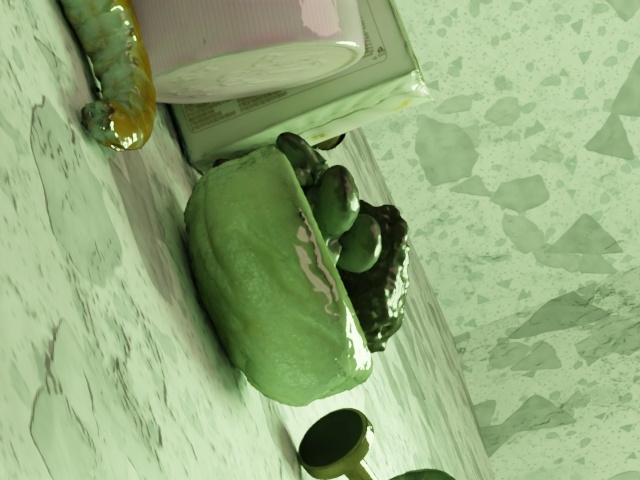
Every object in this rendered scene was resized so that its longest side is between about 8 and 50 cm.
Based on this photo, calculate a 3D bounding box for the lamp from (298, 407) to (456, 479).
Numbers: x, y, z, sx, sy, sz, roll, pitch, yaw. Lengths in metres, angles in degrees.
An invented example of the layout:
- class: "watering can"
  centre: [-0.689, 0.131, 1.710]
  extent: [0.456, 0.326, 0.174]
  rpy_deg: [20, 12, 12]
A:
- class: "lamp"
  centre: [0.067, 0.243, 1.636]
  extent: [0.214, 0.121, 0.121]
  rpy_deg: [54, 13, -31]

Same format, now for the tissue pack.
- class: "tissue pack"
  centre: [-0.036, -0.182, 1.669]
  extent: [0.124, 0.225, 0.185]
  rpy_deg: [44, 25, -76]

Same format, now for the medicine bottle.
- class: "medicine bottle"
  centre: [-0.086, -0.288, 1.522]
  extent: [0.202, 0.202, 0.315]
  rpy_deg: [32, 48, -80]

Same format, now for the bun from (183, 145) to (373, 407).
- class: "bun"
  centre: [-0.040, 0.038, 1.457]
  extent: [0.221, 0.108, 0.221]
  rpy_deg: [156, -90, -88]

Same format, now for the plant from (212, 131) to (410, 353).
- class: "plant"
  centre: [0.002, 0.000, 1.672]
  extent: [0.274, 0.146, 0.149]
  rpy_deg: [64, 22, -57]

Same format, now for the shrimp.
- class: "shrimp"
  centre: [-0.164, -0.139, 1.305]
  extent: [0.166, 0.049, 0.161]
  rpy_deg: [-82, 152, -62]

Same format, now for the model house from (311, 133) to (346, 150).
- class: "model house"
  centre: [-0.056, -0.192, 1.959]
  extent: [0.203, 0.141, 0.164]
  rpy_deg: [64, 17, -13]
